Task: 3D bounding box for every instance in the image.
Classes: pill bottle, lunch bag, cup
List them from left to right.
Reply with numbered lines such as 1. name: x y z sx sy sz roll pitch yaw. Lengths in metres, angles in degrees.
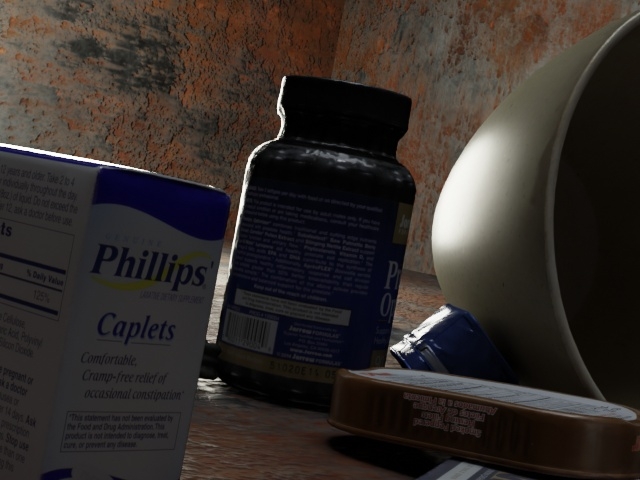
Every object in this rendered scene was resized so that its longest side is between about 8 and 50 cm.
1. pill bottle: 0.000 0.000 0.886 0.122 0.219 0.123 10 2 0
2. lunch bag: 0.087 0.089 0.871 0.067 0.065 0.098 55 -4 -4
3. cup: 0.221 -0.002 0.952 0.331 0.331 0.237 9 -6 -30

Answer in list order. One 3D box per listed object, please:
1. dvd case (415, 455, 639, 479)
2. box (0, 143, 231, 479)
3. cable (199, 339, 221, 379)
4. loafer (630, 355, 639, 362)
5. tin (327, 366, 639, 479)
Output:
1. dvd case: 0.171 0.141 0.642 0.221 0.018 0.164 10 1 18
2. box: -0.111 0.034 0.500 0.126 0.137 0.072 12 2 41
3. cable: -0.206 0.065 0.797 0.287 0.072 0.139 24 -24 -36
4. loafer: 0.352 0.132 1.026 0.223 0.076 0.078 12 -1 2
5. tin: 0.094 0.101 0.713 0.189 0.040 0.106 7 -4 31
